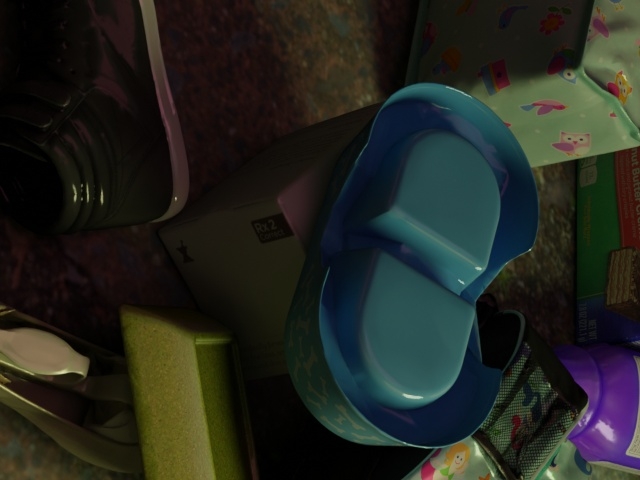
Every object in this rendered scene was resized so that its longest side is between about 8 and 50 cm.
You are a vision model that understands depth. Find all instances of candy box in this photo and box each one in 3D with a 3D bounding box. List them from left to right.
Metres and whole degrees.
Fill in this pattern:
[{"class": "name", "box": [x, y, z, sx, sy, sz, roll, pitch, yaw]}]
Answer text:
[{"class": "candy box", "box": [0.409, -0.029, 1.686, 0.122, 0.317, 0.268, 18, 67, -40]}]

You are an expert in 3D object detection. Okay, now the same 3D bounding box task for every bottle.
[{"class": "bottle", "box": [0.281, 0.162, 1.672, 0.283, 0.092, 0.118, 17, 73, -40]}]

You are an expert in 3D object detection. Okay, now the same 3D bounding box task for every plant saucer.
[{"class": "plant saucer", "box": [-0.089, 0.138, 1.284, 0.188, 0.045, 0.188, 15, 65, -78]}]

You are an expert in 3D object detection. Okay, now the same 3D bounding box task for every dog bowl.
[{"class": "dog bowl", "box": [0.065, 0.023, 1.281, 0.166, 0.074, 0.297, 31, 57, -23]}]

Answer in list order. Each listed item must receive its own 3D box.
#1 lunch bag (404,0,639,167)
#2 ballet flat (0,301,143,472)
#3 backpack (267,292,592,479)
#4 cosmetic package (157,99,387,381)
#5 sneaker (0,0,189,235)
[{"class": "lunch bag", "box": [0.212, -0.207, 1.608, 0.160, 0.223, 0.262, 39, 53, -37]}, {"class": "ballet flat", "box": [-0.179, 0.107, 1.249, 0.248, 0.086, 0.086, 30, 60, -36]}, {"class": "backpack", "box": [0.077, 0.194, 1.377, 0.253, 0.225, 0.191, -43, 106, -35]}, {"class": "cosmetic package", "box": [0.000, 0.000, 1.400, 0.184, 0.151, 0.151, -40, 108, -41]}, {"class": "sneaker", "box": [-0.200, -0.138, 1.272, 0.147, 0.105, 0.295, -26, 103, -50]}]
